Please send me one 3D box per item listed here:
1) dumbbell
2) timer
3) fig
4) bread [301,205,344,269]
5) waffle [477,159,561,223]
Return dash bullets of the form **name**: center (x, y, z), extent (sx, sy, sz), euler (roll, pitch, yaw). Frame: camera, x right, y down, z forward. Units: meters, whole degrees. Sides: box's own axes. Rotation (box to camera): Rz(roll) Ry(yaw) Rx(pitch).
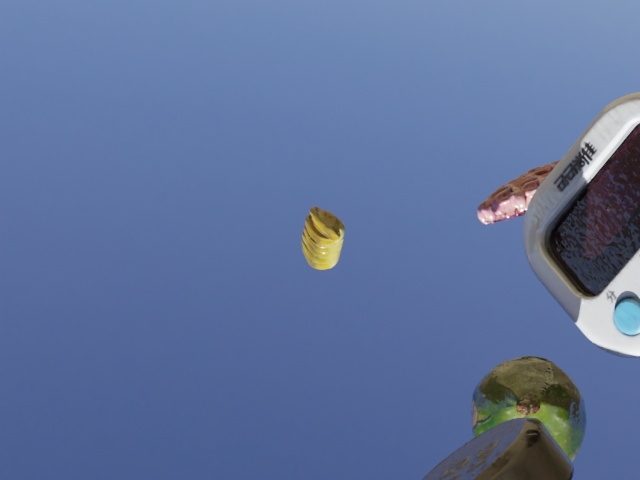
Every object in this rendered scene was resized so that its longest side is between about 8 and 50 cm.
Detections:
- **dumbbell**: center (0.242, 0.367, 1.675), extent (0.322, 0.203, 0.204), euler (53, -157, -2)
- **timer**: center (0.354, -0.017, 1.717), extent (0.087, 0.262, 0.237), euler (2, -137, -48)
- **fig**: center (0.332, 0.271, 2.467), extent (0.195, 0.195, 0.245), euler (10, 163, 0)
- **bread**: center (0.000, 0.000, 1.744), extent (0.049, 0.088, 0.033), euler (38, -122, 15)
- **waffle**: center (0.336, -0.084, 2.233), extent (0.221, 0.055, 0.234), euler (-24, -178, -43)
